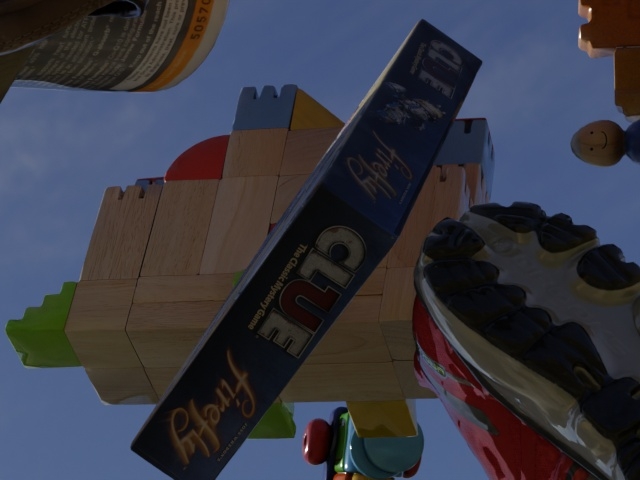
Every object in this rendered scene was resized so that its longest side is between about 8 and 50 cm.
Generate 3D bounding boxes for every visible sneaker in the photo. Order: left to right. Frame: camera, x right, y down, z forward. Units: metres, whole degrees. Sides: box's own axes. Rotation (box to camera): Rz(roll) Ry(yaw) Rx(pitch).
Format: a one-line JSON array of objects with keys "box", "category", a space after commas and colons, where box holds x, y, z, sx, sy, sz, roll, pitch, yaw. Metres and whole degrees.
[{"box": [0.136, 0.103, 0.761, 0.107, 0.279, 0.118, -25, -33, -25], "category": "sneaker"}]

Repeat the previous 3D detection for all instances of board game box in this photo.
[{"box": [0.000, 0.000, 0.924, 0.165, 0.042, 0.243, -54, 3, 27], "category": "board game box"}]

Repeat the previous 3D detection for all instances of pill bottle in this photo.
[{"box": [-0.204, -0.174, 1.171, 0.278, 0.162, 0.162, -1, -39, -43], "category": "pill bottle"}]

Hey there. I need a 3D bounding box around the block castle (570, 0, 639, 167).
[{"box": [0.278, -0.218, 1.318, 0.212, 0.453, 0.303, -1, -13, 11], "category": "block castle"}]

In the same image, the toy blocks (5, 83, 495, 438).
[{"box": [-0.022, -0.008, 1.470, 0.381, 0.261, 0.191, -3, -41, 15], "category": "toy blocks"}]

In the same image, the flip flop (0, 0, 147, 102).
[{"box": [-0.102, -0.090, 0.661, 0.112, 0.080, 0.277, -27, -24, -52], "category": "flip flop"}]

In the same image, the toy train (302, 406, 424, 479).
[{"box": [0.035, 0.264, 1.617, 0.105, 0.248, 0.143, 9, -11, -10], "category": "toy train"}]
